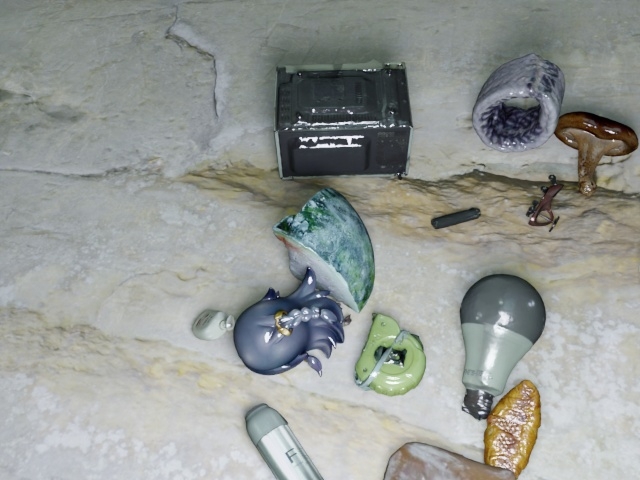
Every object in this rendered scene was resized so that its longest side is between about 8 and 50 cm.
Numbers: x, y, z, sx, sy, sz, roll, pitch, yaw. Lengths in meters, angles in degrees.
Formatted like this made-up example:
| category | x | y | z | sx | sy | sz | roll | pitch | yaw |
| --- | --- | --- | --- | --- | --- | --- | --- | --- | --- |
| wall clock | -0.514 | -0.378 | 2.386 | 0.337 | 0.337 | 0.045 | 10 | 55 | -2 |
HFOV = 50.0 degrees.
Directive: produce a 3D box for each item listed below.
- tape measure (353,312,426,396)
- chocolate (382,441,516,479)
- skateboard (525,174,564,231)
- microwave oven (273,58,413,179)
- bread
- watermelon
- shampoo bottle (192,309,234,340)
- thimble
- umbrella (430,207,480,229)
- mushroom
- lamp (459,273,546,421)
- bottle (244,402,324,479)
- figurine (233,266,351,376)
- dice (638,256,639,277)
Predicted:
| category | x | y | z | sx | sy | sz | roll | pitch | yaw |
| --- | --- | --- | --- | --- | --- | --- | --- | --- | --- |
| tape measure | 0.154 | 0.261 | 1.500 | 0.154 | 0.087 | 0.177 | 19 | 60 | 13 |
| chocolate | 0.241 | 0.485 | 1.311 | 0.254 | 0.080 | 0.156 | 13 | 79 | 15 |
| skateboard | 0.583 | -0.088 | 1.757 | 0.080 | 0.067 | 0.151 | 33 | 67 | 11 |
| microwave oven | 0.059 | -0.329 | 1.837 | 0.355 | 0.218 | 0.286 | -1 | 54 | 1 |
| bread | 0.386 | 0.397 | 1.400 | 0.105 | 0.076 | 0.233 | 16 | 68 | 23 |
| watermelon | 0.000 | 0.000 | 1.630 | 0.320 | 0.214 | 0.289 | 34 | 44 | -29 |
| shampoo bottle | -0.232 | 0.190 | 1.528 | 0.045 | 0.152 | 0.077 | 46 | 65 | -21 |
| thimble | 0.531 | -0.365 | 1.834 | 0.217 | 0.245 | 0.157 | 25 | 57 | -5 |
| umbrella | 0.345 | -0.057 | 1.752 | 0.133 | 0.031 | 0.036 | -14 | 57 | -9 |
| mushroom | 0.705 | -0.223 | 1.817 | 0.227 | 0.148 | 0.217 | 19 | 73 | 20 |
| lamp | 0.360 | 0.217 | 1.493 | 0.182 | 0.182 | 0.313 | 32 | 80 | 22 |
| bottle | -0.061 | 0.443 | 1.386 | 0.096 | 0.079 | 0.253 | -3 | 43 | -49 |
| figurine | -0.062 | 0.190 | 1.510 | 0.265 | 0.197 | 0.175 | -35 | 48 | -11 |
| dice | 0.920 | 0.080 | 1.495 | 0.304 | 0.277 | 0.304 | -15 | 58 | -10 |
